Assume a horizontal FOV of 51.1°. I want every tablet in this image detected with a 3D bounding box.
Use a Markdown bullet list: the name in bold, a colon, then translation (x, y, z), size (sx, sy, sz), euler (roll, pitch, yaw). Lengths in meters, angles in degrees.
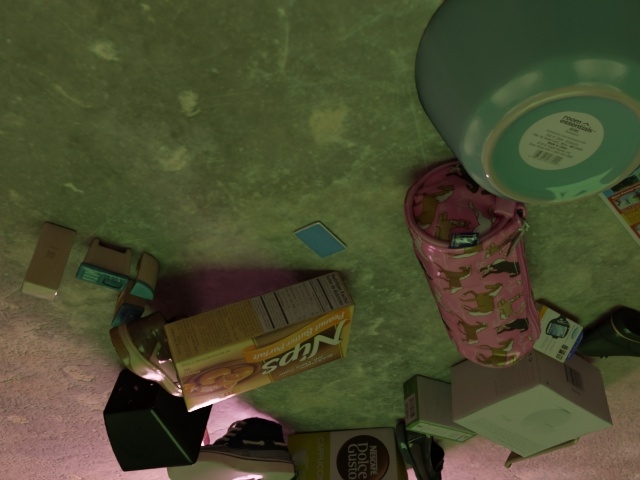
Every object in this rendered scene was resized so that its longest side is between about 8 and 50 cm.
- **tablet**: translation (0.000, 0.000, 1.115), size (0.054, 0.006, 0.083), euler (-23, 135, 28)

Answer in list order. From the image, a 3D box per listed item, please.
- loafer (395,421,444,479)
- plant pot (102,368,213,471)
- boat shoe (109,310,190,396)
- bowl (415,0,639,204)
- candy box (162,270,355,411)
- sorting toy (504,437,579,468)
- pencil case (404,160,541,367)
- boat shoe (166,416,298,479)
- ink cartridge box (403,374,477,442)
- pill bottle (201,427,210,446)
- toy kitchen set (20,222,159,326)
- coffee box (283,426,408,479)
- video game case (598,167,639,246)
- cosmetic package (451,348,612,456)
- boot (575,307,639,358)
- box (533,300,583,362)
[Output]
- **loafer**: translation (0.281, 0.561, 1.736), size (0.095, 0.109, 0.302), euler (-16, 135, 16)
- **plant pot**: translation (-0.370, 0.377, 1.486), size (0.187, 0.188, 0.167), euler (-10, 126, 16)
- **boat shoe**: translation (-0.274, 0.207, 1.287), size (0.123, 0.123, 0.342), euler (-35, 154, -3)
- **bowl**: translation (0.271, -0.157, 0.780), size (0.312, 0.163, 0.311), euler (1, 143, 1)
- **candy box**: translation (-0.103, 0.180, 1.189), size (0.317, 0.087, 0.183), euler (-17, 145, -17)
- **sorting toy**: translation (0.517, 0.420, 1.510), size (0.038, 0.193, 0.208), euler (52, 129, 4)
- **pencil case**: translation (0.249, 0.052, 1.049), size (0.160, 0.167, 0.386), euler (-28, 138, -1)
- **boat shoe**: translation (-0.219, 0.506, 1.612), size (0.341, 0.158, 0.127), euler (22, 122, -36)
- **ink cartridge box**: translation (0.292, 0.385, 1.506), size (0.209, 0.109, 0.062), euler (17, 140, -19)
- **pill bottle**: translation (-0.327, 0.505, 1.706), size (0.086, 0.086, 0.152), euler (2, 142, 0)
- **toy kitchen set**: translation (-0.403, 0.091, 1.157), size (0.207, 0.122, 0.166), euler (20, 138, -21)
- **coffee box**: translation (0.064, 0.723, 1.760), size (0.334, 0.337, 0.338), euler (-7, 140, 10)
- **video game case**: translation (0.531, -0.079, 0.975), size (0.204, 0.025, 0.285), euler (-27, 134, 32)
- **cosmetic package**: translation (0.428, 0.320, 1.384), size (0.224, 0.138, 0.225), euler (31, 132, -24)
- **boot**: translation (0.606, 0.207, 1.306), size (0.198, 0.077, 0.137), euler (30, 140, -12)
- **box**: translation (0.438, 0.176, 1.265), size (0.136, 0.028, 0.081), euler (27, 93, -29)
